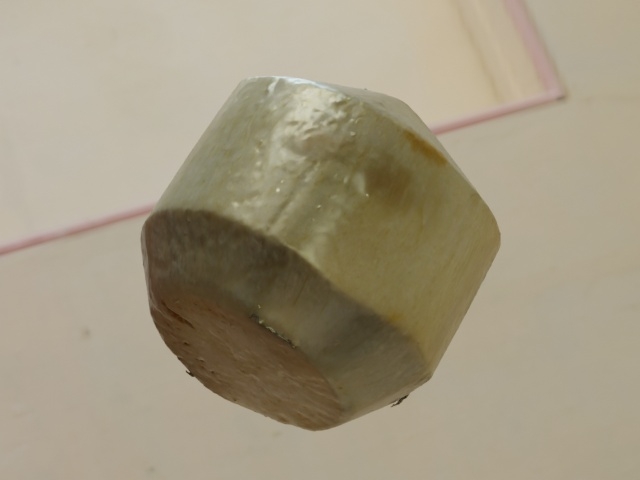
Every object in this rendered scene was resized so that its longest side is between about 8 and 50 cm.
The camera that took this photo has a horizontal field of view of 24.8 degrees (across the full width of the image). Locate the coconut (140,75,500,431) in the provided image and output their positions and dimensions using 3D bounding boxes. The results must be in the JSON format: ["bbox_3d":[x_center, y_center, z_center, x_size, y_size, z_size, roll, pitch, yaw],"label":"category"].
[{"bbox_3d":[0.000,0.000,1.314,0.323,0.323,0.323,163,-90,-79],"label":"coconut"}]
